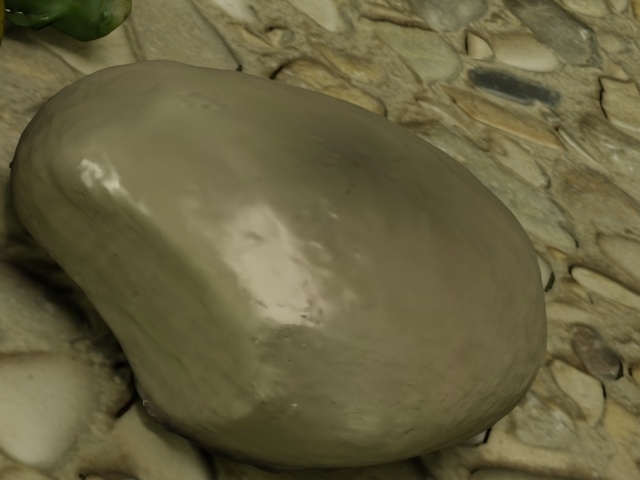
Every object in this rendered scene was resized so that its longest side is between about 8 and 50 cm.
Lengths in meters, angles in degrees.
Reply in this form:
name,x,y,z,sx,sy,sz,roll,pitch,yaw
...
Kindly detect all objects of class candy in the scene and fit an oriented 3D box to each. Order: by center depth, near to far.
name,x,y,z,sx,sy,sz,roll,pitch,yaw
candy,0.000,0.000,1.466,0.427,0.186,0.386,3,40,-46

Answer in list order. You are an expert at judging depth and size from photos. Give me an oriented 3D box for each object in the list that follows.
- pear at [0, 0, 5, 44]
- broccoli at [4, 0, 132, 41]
name,x,y,z,sx,sy,sz,roll,pitch,yaw
pear,-0.317,-0.165,1.376,0.198,0.198,0.198,24,33,-17
broccoli,-0.245,-0.276,1.579,0.269,0.269,0.254,23,39,-19
